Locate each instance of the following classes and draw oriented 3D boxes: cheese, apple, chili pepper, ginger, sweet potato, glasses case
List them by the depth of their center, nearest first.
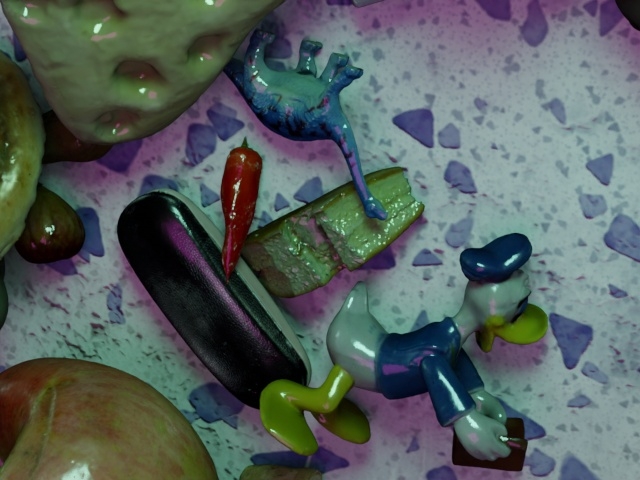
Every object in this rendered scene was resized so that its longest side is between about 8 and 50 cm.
[{"bbox_3d":[-0.156,-0.234,1.379,0.351,0.129,0.328,-6,142,-3],"label":"cheese"},{"bbox_3d":[-0.098,-0.037,1.507,0.045,0.027,0.178,13,84,-26],"label":"chili pepper"},{"bbox_3d":[-0.130,0.075,1.565,0.122,0.075,0.314,-32,98,39],"label":"glasses case"},{"bbox_3d":[-0.293,0.334,1.569,0.364,0.364,0.364,6,111,15],"label":"apple"},{"bbox_3d":[-0.346,-0.132,1.572,0.233,0.062,0.081,4,95,19],"label":"sweet potato"},{"bbox_3d":[-0.076,0.345,1.658,0.095,0.069,0.190,34,117,-25],"label":"ginger"}]

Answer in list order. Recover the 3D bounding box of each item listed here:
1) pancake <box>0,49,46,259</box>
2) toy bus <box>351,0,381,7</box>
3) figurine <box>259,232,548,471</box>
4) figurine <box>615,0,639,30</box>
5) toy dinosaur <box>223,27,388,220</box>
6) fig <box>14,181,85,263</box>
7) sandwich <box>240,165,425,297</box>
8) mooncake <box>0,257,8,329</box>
[{"bbox_3d":[-0.507,-0.093,1.527,0.387,0.082,0.387,-5,68,12],"label":"pancake"},{"bbox_3d":[0.050,-0.353,1.348,0.108,0.096,0.199,-15,107,27],"label":"toy bus"},{"bbox_3d":[0.140,0.138,1.449,0.283,0.204,0.338,40,108,14],"label":"figurine"},{"bbox_3d":[0.411,-0.218,1.231,0.203,0.248,0.380,-42,114,-13],"label":"figurine"},{"bbox_3d":[-0.023,-0.168,1.442,0.329,0.076,0.144,37,116,16],"label":"toy dinosaur"},{"bbox_3d":[-0.345,-0.034,1.603,0.089,0.089,0.125,-18,81,22],"label":"fig"},{"bbox_3d":[0.000,0.000,1.495,0.244,0.088,0.090,-27,100,24],"label":"sandwich"},{"bbox_3d":[-0.518,0.061,1.592,0.275,0.275,0.135,7,144,15],"label":"mooncake"}]
